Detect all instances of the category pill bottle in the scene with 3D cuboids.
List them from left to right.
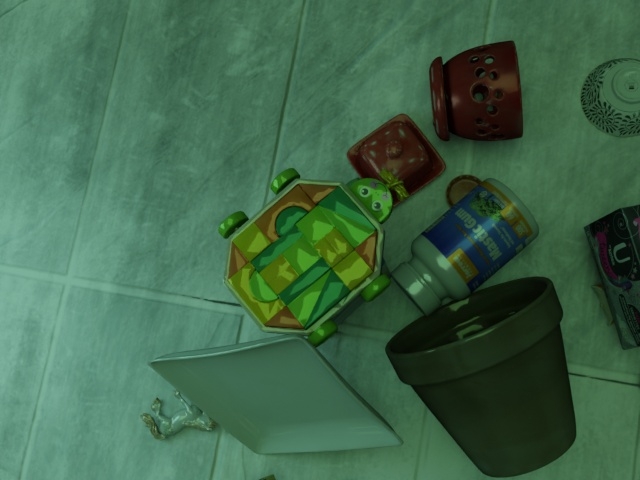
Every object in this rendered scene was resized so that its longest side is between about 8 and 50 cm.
[{"bbox_3d":[0.273,0.019,1.567,0.272,0.152,0.152,-41,77,-2],"label":"pill bottle"}]

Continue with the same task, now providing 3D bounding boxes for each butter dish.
[{"bbox_3d":[0.150,-0.172,1.636,0.160,0.118,0.160,-35,78,1],"label":"butter dish"}]

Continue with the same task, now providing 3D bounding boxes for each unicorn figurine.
[{"bbox_3d":[-0.276,0.352,1.635,0.162,0.060,0.111,-31,77,18],"label":"unicorn figurine"}]

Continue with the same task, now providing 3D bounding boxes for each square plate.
[{"bbox_3d":[-0.076,0.276,1.445,0.347,0.344,0.049,-14,42,33],"label":"square plate"}]

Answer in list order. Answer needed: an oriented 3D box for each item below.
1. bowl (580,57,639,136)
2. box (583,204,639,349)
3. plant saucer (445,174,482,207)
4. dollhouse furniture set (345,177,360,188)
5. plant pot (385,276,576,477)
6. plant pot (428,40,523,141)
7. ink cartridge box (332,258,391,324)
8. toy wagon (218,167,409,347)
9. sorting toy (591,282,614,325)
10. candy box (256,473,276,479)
[{"bbox_3d":[0.614,-0.298,1.615,0.170,0.080,0.170,-1,80,7],"label":"bowl"},{"bbox_3d":[0.620,0.059,1.495,0.163,0.142,0.247,-11,77,-15],"label":"box"},{"bbox_3d":[0.297,-0.093,1.655,0.083,0.013,0.083,-1,80,7],"label":"plant saucer"},{"bbox_3d":[0.055,-0.096,1.622,0.076,0.152,0.058,-35,119,3],"label":"dollhouse furniture set"},{"bbox_3d":[0.320,0.255,1.462,0.323,0.323,0.280,-26,93,3],"label":"plant pot"},{"bbox_3d":[0.306,-0.289,1.600,0.174,0.191,0.191,-5,79,9],"label":"plant pot"},{"bbox_3d":[-0.006,0.047,1.540,0.197,0.270,0.198,-43,77,0],"label":"ink cartridge box"},{"bbox_3d":[0.000,0.000,1.372,0.344,0.068,0.267,-41,78,1],"label":"toy wagon"},{"bbox_3d":[0.580,0.113,1.571,0.075,0.045,0.083,-16,77,-15],"label":"sorting toy"},{"bbox_3d":[-0.204,0.592,1.540,0.316,0.087,0.183,-26,77,11],"label":"candy box"}]
